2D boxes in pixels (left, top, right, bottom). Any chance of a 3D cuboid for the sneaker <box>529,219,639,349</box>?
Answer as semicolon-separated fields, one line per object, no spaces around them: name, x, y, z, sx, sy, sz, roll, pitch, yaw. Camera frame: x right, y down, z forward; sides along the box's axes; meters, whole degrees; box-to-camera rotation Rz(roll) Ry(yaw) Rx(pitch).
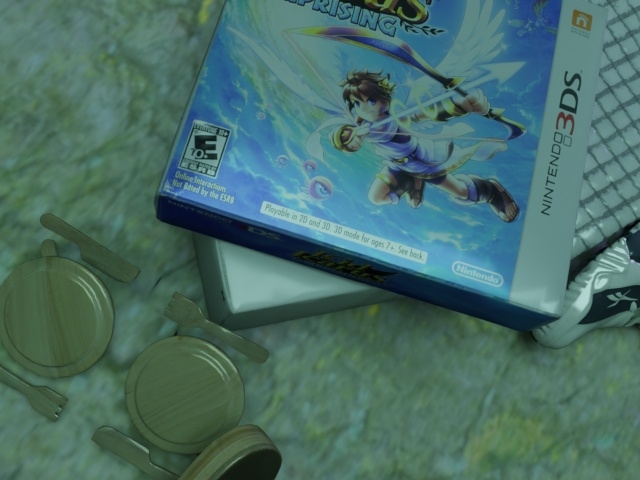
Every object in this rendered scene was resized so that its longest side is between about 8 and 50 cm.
sneaker;0.300;0.060;0.649;0.235;0.094;0.153;-31;77;-30

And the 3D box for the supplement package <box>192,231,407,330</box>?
supplement package;0.000;0.000;0.578;0.179;0.105;0.105;-9;78;-18

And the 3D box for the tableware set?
tableware set;-0.142;0.081;0.545;0.194;0.039;0.128;32;98;1

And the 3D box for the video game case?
video game case;0.053;-0.093;0.524;0.269;0.061;0.244;17;71;-7

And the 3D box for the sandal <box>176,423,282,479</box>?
sandal;-0.133;0.202;0.510;0.240;0.088;0.079;-45;51;-3

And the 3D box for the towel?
towel;0.209;-0.118;0.662;0.283;0.121;0.235;-30;83;-19
